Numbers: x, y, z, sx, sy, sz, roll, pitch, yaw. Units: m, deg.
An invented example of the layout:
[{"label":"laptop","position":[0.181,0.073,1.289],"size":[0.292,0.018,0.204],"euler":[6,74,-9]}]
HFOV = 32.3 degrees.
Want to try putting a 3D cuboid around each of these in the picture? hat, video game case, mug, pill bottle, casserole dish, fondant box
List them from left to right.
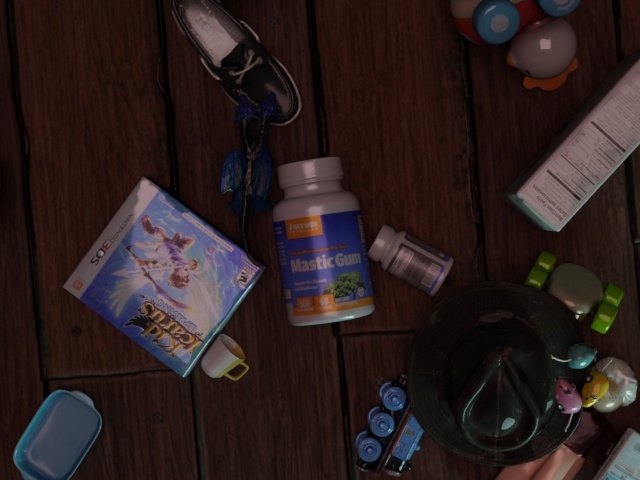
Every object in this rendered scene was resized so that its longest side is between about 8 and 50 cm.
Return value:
[{"label":"casserole dish","position":[-0.463,0.350,1.962],"size":[0.114,0.037,0.188],"euler":[33,93,2]},{"label":"video game case","position":[-0.271,0.063,1.938],"size":[0.269,0.061,0.244],"euler":[36,93,2]},{"label":"mug","position":[-0.170,0.213,1.935],"size":[0.064,0.062,0.078],"euler":[-45,82,10]},{"label":"pill bottle","position":[0.000,0.000,1.877],"size":[0.152,0.152,0.272],"euler":[-9,91,3]},{"label":"pill bottle","position":[0.153,0.032,1.906],"size":[0.137,0.078,0.078],"euler":[30,92,3]},{"label":"hat","position":[0.282,0.237,1.779],"size":[0.331,0.134,0.331],"euler":[3,105,11]},{"label":"fondant box","position":[0.447,-0.166,1.809],"size":[0.096,0.238,0.330],"euler":[43,93,1]},{"label":"video game case","position":[0.549,0.448,1.882],"size":[0.212,0.023,0.193],"euler":[33,92,-19]}]

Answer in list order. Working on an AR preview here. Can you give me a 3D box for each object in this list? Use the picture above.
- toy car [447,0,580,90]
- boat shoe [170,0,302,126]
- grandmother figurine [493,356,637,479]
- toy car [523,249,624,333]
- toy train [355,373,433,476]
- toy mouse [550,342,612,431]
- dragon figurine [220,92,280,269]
[{"label":"toy car","position":[0.345,-0.344,1.860],"size":[0.210,0.219,0.238],"euler":[-24,118,3]},{"label":"boat shoe","position":[-0.152,-0.319,1.911],"size":[0.302,0.091,0.114],"euler":[43,93,2]},{"label":"grandmother figurine","position":[0.423,0.348,1.887],"size":[0.207,0.104,0.342],"euler":[35,95,-7]},{"label":"toy car","position":[0.403,0.141,1.889],"size":[0.155,0.149,0.188],"euler":[27,119,12]},{"label":"toy train","position":[0.132,0.326,1.912],"size":[0.105,0.080,0.184],"euler":[25,92,-3]},{"label":"toy mouse","position":[0.412,0.219,1.755],"size":[0.143,0.031,0.161],"euler":[45,67,-34]},{"label":"dragon figurine","position":[-0.121,-0.106,1.871],"size":[0.085,0.144,0.289],"euler":[7,76,4]}]
